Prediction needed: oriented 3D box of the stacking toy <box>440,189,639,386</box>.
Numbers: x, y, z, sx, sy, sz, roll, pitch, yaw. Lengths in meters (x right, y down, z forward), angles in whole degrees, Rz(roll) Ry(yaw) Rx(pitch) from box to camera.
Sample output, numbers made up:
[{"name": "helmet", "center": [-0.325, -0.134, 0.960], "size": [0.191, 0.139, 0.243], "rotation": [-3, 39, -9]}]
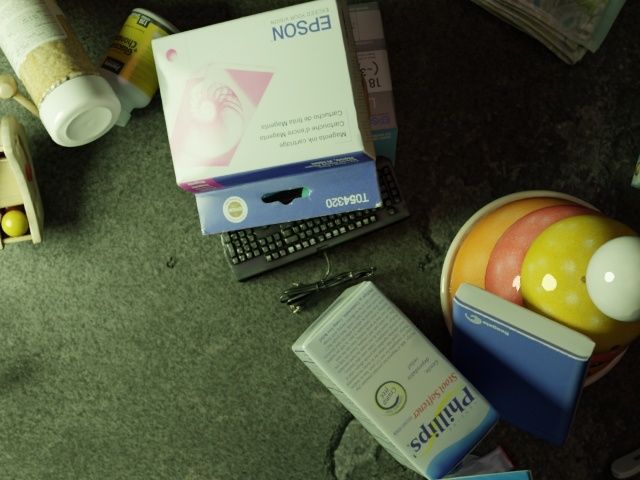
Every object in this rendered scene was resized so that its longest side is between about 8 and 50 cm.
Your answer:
[{"name": "stacking toy", "center": [0.391, 0.068, 1.584], "size": [0.350, 0.480, 0.351], "rotation": [0, 84, -4]}]

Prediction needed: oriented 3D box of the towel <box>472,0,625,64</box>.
[{"name": "towel", "center": [0.419, -0.538, 1.845], "size": [0.320, 0.090, 0.374], "rotation": [32, 82, -2]}]

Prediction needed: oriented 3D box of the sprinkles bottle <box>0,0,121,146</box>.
[{"name": "sprinkles bottle", "center": [-0.454, -0.321, 1.685], "size": [0.121, 0.121, 0.355], "rotation": [-31, 71, -7]}]

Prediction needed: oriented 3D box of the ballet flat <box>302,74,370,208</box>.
[{"name": "ballet flat", "center": [0.037, -0.156, 1.694], "size": [0.073, 0.080, 0.232], "rotation": [10, 109, -39]}]

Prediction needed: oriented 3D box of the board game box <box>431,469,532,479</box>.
[{"name": "board game box", "center": [0.162, 0.455, 1.599], "size": [0.308, 0.302, 0.086], "rotation": [-7, 59, 1]}]

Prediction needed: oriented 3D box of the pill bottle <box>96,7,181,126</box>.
[{"name": "pill bottle", "center": [-0.314, -0.288, 1.749], "size": [0.103, 0.103, 0.184], "rotation": [29, 82, -1]}]

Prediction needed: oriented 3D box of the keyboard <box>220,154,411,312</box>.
[{"name": "keyboard", "center": [0.000, 0.000, 1.756], "size": [0.317, 0.033, 0.202], "rotation": [-21, 96, 4]}]

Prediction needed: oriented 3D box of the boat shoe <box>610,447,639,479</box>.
[{"name": "boat shoe", "center": [0.563, 0.380, 1.790], "size": [0.142, 0.049, 0.040], "rotation": [-20, 119, -8]}]

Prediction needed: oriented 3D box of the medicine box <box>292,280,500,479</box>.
[{"name": "medicine box", "center": [0.108, 0.221, 1.652], "size": [0.149, 0.263, 0.289], "rotation": [-44, 89, -8]}]

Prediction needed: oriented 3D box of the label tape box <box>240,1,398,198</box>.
[{"name": "label tape box", "center": [0.004, -0.219, 1.769], "size": [0.240, 0.106, 0.334], "rotation": [-8, 85, -5]}]

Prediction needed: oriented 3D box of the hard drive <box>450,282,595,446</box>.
[{"name": "hard drive", "center": [0.302, 0.201, 1.620], "size": [0.210, 0.319, 0.040], "rotation": [25, 63, 20]}]

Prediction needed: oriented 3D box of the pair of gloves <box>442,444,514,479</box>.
[{"name": "pair of gloves", "center": [0.275, 0.442, 1.767], "size": [0.159, 0.023, 0.198], "rotation": [-28, 88, -7]}]

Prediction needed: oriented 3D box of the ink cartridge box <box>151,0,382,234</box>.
[{"name": "ink cartridge box", "center": [-0.087, -0.188, 1.647], "size": [0.324, 0.071, 0.330], "rotation": [-10, 93, 20]}]

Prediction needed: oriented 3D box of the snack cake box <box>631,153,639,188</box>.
[{"name": "snack cake box", "center": [0.634, -0.214, 1.799], "size": [0.089, 0.152, 0.264], "rotation": [18, 82, -2]}]

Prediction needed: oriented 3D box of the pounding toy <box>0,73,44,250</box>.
[{"name": "pounding toy", "center": [-0.476, -0.127, 1.665], "size": [0.154, 0.154, 0.270], "rotation": [-11, 107, -6]}]
